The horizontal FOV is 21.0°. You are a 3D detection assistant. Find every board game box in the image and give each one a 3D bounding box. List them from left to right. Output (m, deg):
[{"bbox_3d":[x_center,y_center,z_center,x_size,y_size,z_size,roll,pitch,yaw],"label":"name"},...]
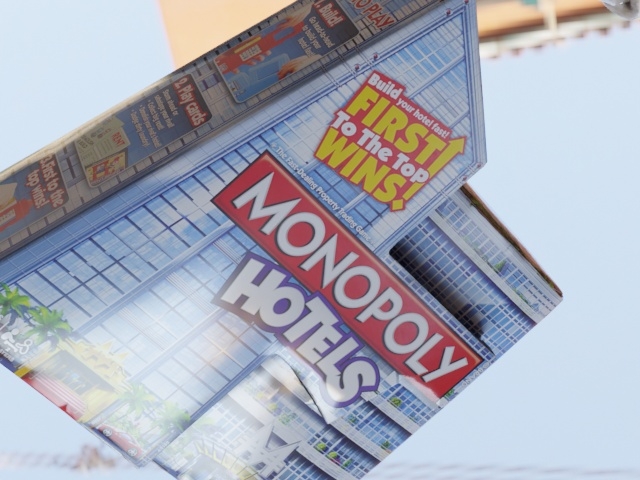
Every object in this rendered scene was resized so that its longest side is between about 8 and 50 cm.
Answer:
[{"bbox_3d":[0.000,0.000,0.595,0.194,0.194,0.060,-42,-147,9],"label":"board game box"}]

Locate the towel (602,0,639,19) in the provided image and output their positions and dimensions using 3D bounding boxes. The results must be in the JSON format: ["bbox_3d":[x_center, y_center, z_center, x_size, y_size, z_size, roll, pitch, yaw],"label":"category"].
[{"bbox_3d":[0.112,-0.226,0.589,0.049,0.187,0.282,-4,-136,33],"label":"towel"}]
